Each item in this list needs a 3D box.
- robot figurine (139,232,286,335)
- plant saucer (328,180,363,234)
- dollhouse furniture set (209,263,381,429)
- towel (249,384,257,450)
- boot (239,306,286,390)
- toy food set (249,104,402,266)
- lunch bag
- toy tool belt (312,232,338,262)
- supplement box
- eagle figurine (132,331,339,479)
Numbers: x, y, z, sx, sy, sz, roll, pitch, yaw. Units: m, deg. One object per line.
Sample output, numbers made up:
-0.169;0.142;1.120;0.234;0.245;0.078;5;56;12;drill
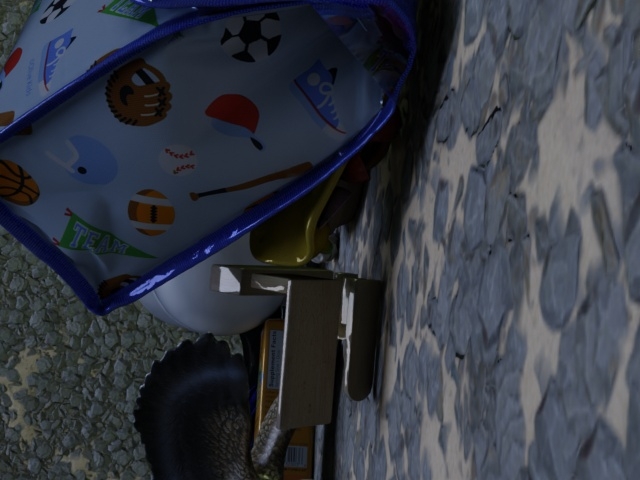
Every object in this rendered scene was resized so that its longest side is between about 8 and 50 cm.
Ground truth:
-0.158;0.032;1.431;0.353;0.300;0.199;176;110;-70;robot figurine
0.023;-0.139;1.117;0.278;0.041;0.277;-176;90;-83;plant saucer
-0.025;0.090;0.915;0.151;0.144;0.123;6;92;48;dollhouse furniture set
-0.127;0.400;1.629;0.227;0.076;0.308;-51;-27;-58;towel
-0.170;0.096;1.691;0.131;0.260;0.347;-130;45;-81;boot
0.022;-0.066;0.867;0.217;0.071;0.128;-63;24;-3;toy food set
-0.093;-0.177;0.855;0.239;0.385;0.327;46;-150;-33;lunch bag
0.000;0.000;1.234;0.051;0.052;0.083;-55;6;-8;toy tool belt
-0.048;0.225;1.335;0.078;0.080;0.233;114;162;-66;supplement box
-0.073;0.251;1.097;0.226;0.225;0.298;66;-164;-81;eagle figurine
